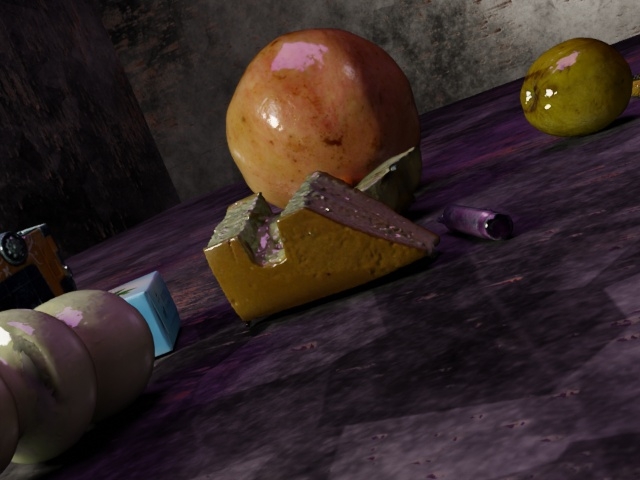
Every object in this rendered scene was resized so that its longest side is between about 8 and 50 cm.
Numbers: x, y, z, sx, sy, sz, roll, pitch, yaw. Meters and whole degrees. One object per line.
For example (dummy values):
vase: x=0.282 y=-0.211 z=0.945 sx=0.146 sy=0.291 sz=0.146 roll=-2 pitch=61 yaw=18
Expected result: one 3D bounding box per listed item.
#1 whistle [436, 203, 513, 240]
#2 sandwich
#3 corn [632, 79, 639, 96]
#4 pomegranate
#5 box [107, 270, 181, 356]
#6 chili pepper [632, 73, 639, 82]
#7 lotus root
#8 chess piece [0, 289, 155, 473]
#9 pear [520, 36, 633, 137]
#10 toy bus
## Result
whistle: x=0.167 y=-0.021 z=1.006 sx=0.033 sy=0.033 sz=0.176 roll=-23 pitch=9 yaw=-7
sandwich: x=0.000 y=0.000 z=0.997 sx=0.235 sy=0.128 sz=0.122 roll=-19 pitch=17 yaw=22
corn: x=0.539 y=-0.258 z=1.551 sx=0.027 sy=0.028 sz=0.083 roll=-27 pitch=4 yaw=3
pomegranate: x=0.013 y=-0.174 z=1.511 sx=0.338 sy=0.338 sz=0.338 roll=-22 pitch=8 yaw=3
box: x=-0.291 y=0.125 z=1.098 sx=0.232 sy=0.083 sz=0.142 roll=-21 pitch=9 yaw=-1
chili pepper: x=0.596 y=-0.310 z=1.762 sx=0.027 sy=0.022 sz=0.083 roll=-55 pitch=6 yaw=7
lotus root: x=0.075 y=-0.051 z=1.290 sx=0.183 sy=0.078 sz=0.203 roll=-38 pitch=4 yaw=-11
chess piece: x=-0.273 y=0.135 z=0.775 sx=0.182 sy=0.182 sz=0.330 roll=-17 pitch=4 yaw=30
pear: x=0.380 y=-0.226 z=1.360 sx=0.162 sy=0.149 sz=0.149 roll=-20 pitch=8 yaw=-10
toy bus: x=-0.570 y=0.109 z=1.536 sx=0.162 sy=0.194 sz=0.323 roll=-19 pitch=12 yaw=27
